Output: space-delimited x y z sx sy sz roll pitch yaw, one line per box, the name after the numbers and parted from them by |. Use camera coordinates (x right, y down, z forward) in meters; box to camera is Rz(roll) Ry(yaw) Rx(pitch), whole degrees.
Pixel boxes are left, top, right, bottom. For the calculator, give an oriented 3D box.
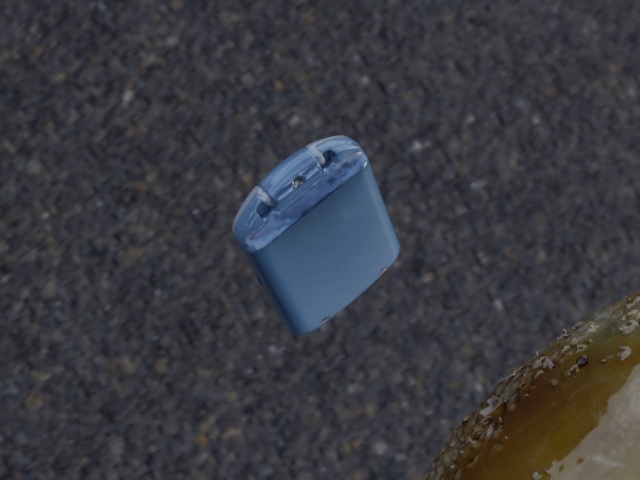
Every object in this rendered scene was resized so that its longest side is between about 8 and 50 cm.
0.000 0.000 1.272 0.121 0.210 0.039 -39 60 -8 | calculator

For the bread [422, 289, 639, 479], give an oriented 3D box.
0.157 0.140 0.853 0.305 0.306 0.159 -20 54 -41 | bread
